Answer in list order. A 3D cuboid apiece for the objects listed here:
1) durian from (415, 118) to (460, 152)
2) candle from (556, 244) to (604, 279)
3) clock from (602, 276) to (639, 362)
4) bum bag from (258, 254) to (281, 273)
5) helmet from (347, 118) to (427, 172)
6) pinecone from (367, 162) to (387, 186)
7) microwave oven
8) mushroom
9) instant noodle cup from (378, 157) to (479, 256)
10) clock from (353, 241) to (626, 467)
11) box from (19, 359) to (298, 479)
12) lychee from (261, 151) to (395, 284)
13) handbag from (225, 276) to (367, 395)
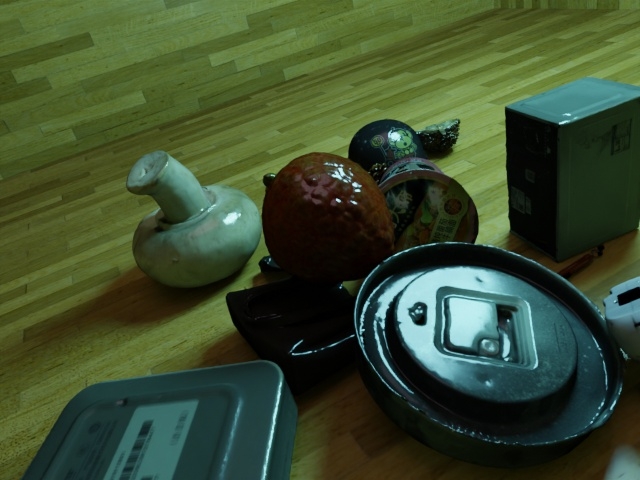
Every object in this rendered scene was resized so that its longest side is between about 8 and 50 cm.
[{"bbox_3d":[0.360,-0.312,1.585,0.148,0.091,0.188,-15,8,2],"label":"durian"},{"bbox_3d":[0.488,0.051,0.994,0.167,0.021,0.026,-26,12,-18],"label":"candle"},{"bbox_3d":[0.472,0.131,0.741,0.080,0.117,0.176,-34,-4,29],"label":"clock"},{"bbox_3d":[0.000,0.000,1.245,0.326,0.079,0.142,-35,28,-26],"label":"bum bag"},{"bbox_3d":[0.184,-0.279,1.547,0.231,0.160,0.279,-23,32,-11],"label":"helmet"},{"bbox_3d":[0.173,-0.156,1.408,0.109,0.102,0.102,20,41,15],"label":"pinecone"},{"bbox_3d":[0.502,-0.148,1.049,0.238,0.295,0.181,-21,31,-10],"label":"microwave oven"},{"bbox_3d":[-0.306,-0.016,1.238,0.315,0.315,0.356,-6,-3,15],"label":"mushroom"},{"bbox_3d":[0.212,-0.076,1.151,0.244,0.244,0.255,-8,22,11],"label":"instant noodle cup"},{"bbox_3d":[0.237,0.150,0.783,0.386,0.076,0.386,2,38,-1],"label":"clock"},{"bbox_3d":[-0.245,0.352,0.720,0.397,0.111,0.396,-10,31,11],"label":"box"},{"bbox_3d":[0.004,-0.044,0.952,0.255,0.255,0.300,-29,60,-23],"label":"lychee"},{"bbox_3d":[-0.019,0.141,0.984,0.257,0.113,0.285,-19,27,-26],"label":"handbag"}]
